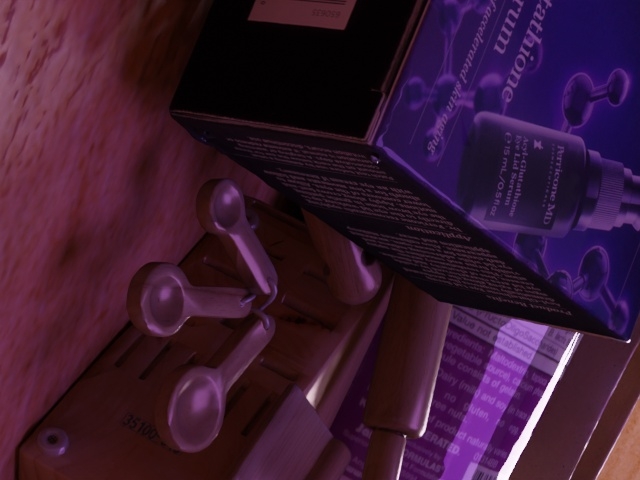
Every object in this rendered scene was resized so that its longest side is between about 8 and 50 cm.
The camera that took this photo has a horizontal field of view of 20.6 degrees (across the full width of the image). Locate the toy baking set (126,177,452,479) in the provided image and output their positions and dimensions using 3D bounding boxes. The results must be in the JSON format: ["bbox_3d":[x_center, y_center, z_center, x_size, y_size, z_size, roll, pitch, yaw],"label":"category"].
[{"bbox_3d":[0.003,0.004,0.765,0.197,0.030,0.256,38,63,-48],"label":"toy baking set"}]

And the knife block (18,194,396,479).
[{"bbox_3d":[-0.075,0.146,0.859,0.275,0.088,0.242,-51,162,-39],"label":"knife block"}]

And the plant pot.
[{"bbox_3d":[0.123,0.056,1.177,0.284,0.191,0.284,-55,164,-24],"label":"plant pot"}]

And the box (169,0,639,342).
[{"bbox_3d":[0.062,-0.069,0.716,0.207,0.108,0.153,32,75,-46],"label":"box"}]

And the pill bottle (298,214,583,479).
[{"bbox_3d":[0.065,0.019,0.960,0.301,0.169,0.169,-63,166,-1],"label":"pill bottle"}]
